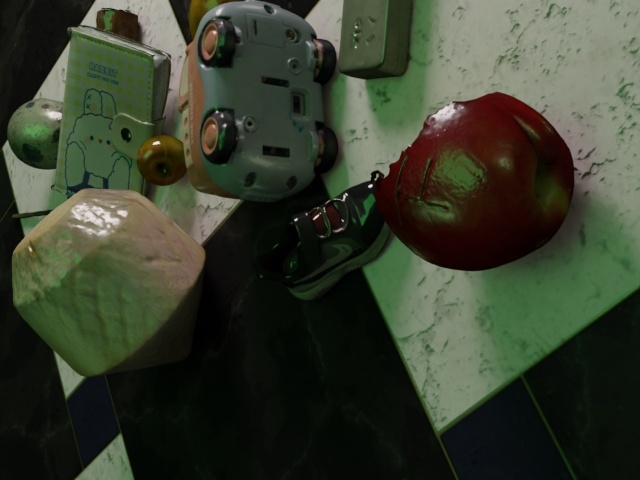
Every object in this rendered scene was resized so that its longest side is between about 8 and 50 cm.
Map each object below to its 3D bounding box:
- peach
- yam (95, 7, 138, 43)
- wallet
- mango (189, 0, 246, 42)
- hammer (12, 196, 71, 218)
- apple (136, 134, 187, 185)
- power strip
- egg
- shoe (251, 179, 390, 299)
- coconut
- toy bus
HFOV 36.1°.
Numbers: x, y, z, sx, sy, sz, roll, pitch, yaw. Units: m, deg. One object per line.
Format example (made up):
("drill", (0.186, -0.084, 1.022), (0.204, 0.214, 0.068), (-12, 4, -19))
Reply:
("peach", (0.164, -0.068, 1.113), (0.226, 0.196, 0.189), (7, 57, 46))
("yam", (-0.379, -0.362, 1.816), (0.084, 0.084, 0.127), (7, 91, 48))
("wallet", (-0.376, -0.207, 1.751), (0.223, 0.077, 0.309), (20, 112, 22))
("mango", (-0.163, -0.346, 1.575), (0.111, 0.090, 0.163), (34, 118, 43))
("hammer", (-0.571, -0.059, 2.028), (0.292, 0.029, 0.058), (-3, 81, 49))
("apple", (-0.266, -0.137, 1.657), (0.089, 0.090, 0.074), (-51, 39, 30))
("power strip", (0.082, -0.366, 1.338), (0.093, 0.053, 0.287), (3, 88, 48))
("egg", (-0.528, -0.208, 1.913), (0.182, 0.141, 0.141), (3, 87, 39))
("shoe", (0.000, 0.000, 1.334), (0.227, 0.112, 0.099), (-45, 53, 36))
("coconut", (-0.321, 0.080, 1.558), (0.329, 0.329, 0.328), (-8, 79, 47))
("toy bus", (-0.109, -0.189, 1.438), (0.232, 0.194, 0.287), (-19, 71, 58))
